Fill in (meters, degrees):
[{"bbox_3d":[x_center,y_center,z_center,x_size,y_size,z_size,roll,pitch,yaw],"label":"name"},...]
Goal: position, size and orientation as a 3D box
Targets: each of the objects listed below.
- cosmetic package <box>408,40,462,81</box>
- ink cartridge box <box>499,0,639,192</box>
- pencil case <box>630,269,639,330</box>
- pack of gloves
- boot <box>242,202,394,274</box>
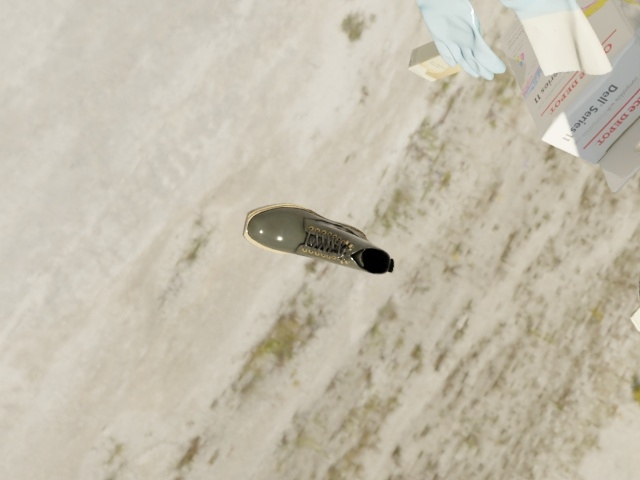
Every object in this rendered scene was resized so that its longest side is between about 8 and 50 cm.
[{"bbox_3d":[0.211,-0.316,1.589,0.115,0.060,0.041,-11,-118,59],"label":"cosmetic package"},{"bbox_3d":[0.411,-0.264,1.383,0.207,0.119,0.354,-53,-151,34],"label":"ink cartridge box"},{"bbox_3d":[0.753,0.110,1.569,0.160,0.410,0.184,45,64,-40],"label":"pencil case"},{"bbox_3d":[0.172,-0.239,0.967,0.232,0.195,0.046,47,59,-38],"label":"pack of gloves"},{"bbox_3d":[0.000,0.000,1.311,0.197,0.137,0.077,7,101,-23],"label":"boot"}]
